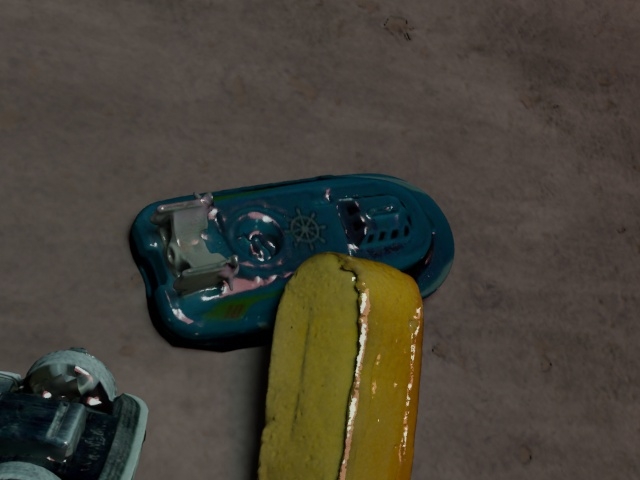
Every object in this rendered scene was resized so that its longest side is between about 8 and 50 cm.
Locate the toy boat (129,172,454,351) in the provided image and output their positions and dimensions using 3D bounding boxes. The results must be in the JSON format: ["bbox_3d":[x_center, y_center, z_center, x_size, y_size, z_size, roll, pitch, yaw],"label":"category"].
[{"bbox_3d":[0.000,0.000,0.957,0.298,0.092,0.134,-10,70,-33],"label":"toy boat"}]

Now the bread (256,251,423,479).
[{"bbox_3d":[0.018,0.131,0.868,0.094,0.102,0.246,19,71,-41],"label":"bread"}]

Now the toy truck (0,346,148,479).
[{"bbox_3d":[-0.257,0.143,0.637,0.305,0.162,0.136,9,24,-2],"label":"toy truck"}]
